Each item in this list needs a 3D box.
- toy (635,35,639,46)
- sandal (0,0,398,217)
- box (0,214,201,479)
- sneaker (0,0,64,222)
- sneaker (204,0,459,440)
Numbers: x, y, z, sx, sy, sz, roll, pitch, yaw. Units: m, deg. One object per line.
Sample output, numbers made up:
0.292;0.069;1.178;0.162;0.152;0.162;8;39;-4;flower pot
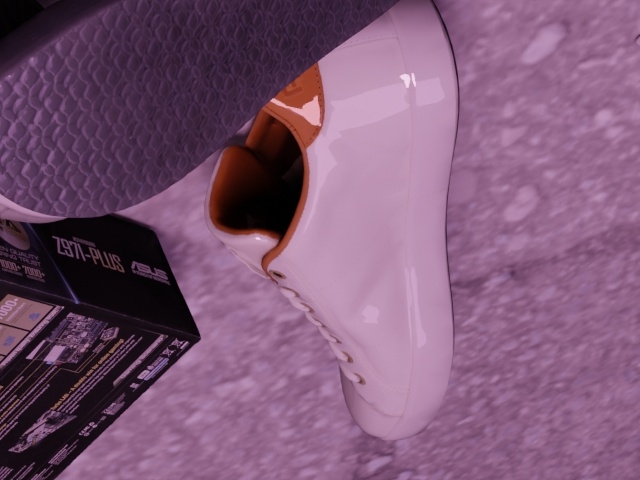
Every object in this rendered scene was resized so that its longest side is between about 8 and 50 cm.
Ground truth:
0.304;-0.116;0.974;0.237;0.056;0.137;-30;142;31;toy
-0.053;-0.090;0.782;0.254;0.054;0.097;-33;136;-33;sandal
-0.177;0.061;0.925;0.180;0.077;0.147;-44;142;23;box
-0.200;-0.060;0.758;0.121;0.099;0.262;-19;155;28;sneaker
0.000;0.000;0.955;0.123;0.106;0.290;-14;133;-12;sneaker
